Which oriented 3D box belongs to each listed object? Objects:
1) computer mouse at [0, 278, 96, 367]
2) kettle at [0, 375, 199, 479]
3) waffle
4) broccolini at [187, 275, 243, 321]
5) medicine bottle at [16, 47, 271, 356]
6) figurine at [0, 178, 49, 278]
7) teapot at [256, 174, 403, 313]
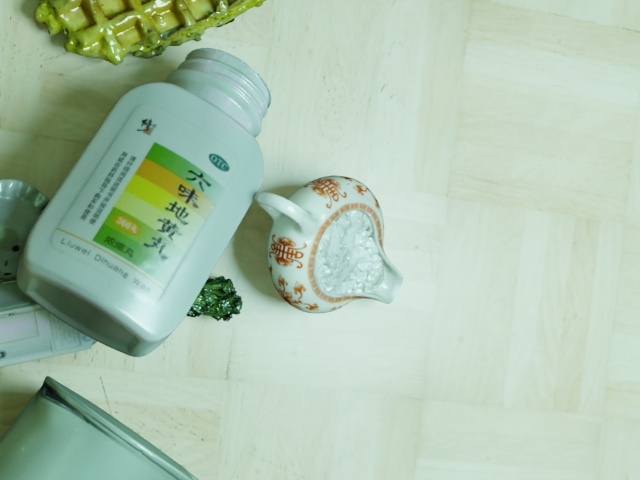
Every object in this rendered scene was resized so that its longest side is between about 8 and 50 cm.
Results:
[{"bbox_3d":[-0.333,0.093,1.261,0.199,0.045,0.102,-12,126,-16],"label":"computer mouse"},{"bbox_3d":[-0.275,0.338,1.220,0.265,0.205,0.318,37,77,-11],"label":"kettle"},{"bbox_3d":[-0.179,-0.342,1.320,0.312,0.060,0.307,6,89,-15],"label":"waffle"},{"bbox_3d":[-0.206,0.060,1.320,0.239,0.054,0.051,4,54,-15],"label":"broccolini"},{"bbox_3d":[-0.170,-0.052,1.251,0.179,0.124,0.324,32,62,-6],"label":"medicine bottle"},{"bbox_3d":[-0.379,-0.016,1.233,0.271,0.143,0.143,-8,93,-45],"label":"figurine"},{"bbox_3d":[0.000,0.000,1.331,0.159,0.116,0.245,-56,144,5],"label":"teapot"}]
